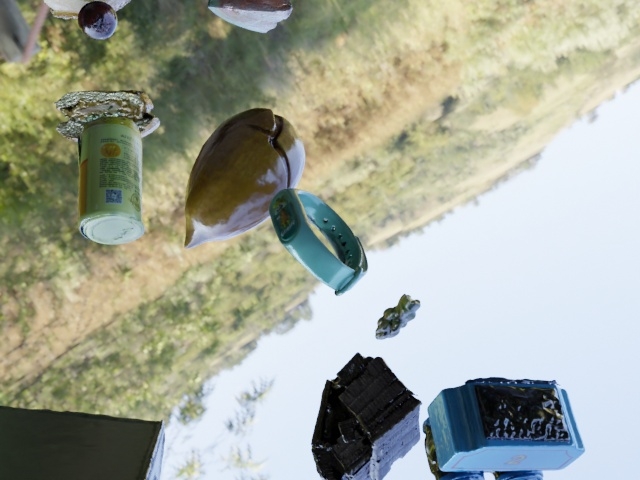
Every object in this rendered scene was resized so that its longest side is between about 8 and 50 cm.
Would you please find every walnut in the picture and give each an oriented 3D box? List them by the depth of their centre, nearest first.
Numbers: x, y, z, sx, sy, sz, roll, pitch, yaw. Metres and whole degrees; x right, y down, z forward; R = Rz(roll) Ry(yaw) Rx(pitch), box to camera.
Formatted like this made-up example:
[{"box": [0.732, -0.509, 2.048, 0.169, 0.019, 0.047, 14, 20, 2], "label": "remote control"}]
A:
[{"box": [-0.164, -0.114, 1.686, 0.336, 0.209, 0.209, -54, -167, -10], "label": "walnut"}]

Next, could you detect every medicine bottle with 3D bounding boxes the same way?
[{"box": [-0.389, -0.119, 1.560, 0.124, 0.239, 0.124, -7, 152, -4], "label": "medicine bottle"}]

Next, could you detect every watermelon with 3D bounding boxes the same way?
[{"box": [-0.142, -0.597, 2.004, 0.136, 0.202, 0.207, -53, 166, -69], "label": "watermelon"}]

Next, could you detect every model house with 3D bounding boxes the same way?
[{"box": [0.106, 0.489, 2.223, 0.317, 0.297, 0.282, -35, -176, -17], "label": "model house"}]

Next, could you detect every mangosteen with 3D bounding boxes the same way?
[{"box": [-0.457, -0.451, 1.724, 0.081, 0.081, 0.081, -31, -171, 5], "label": "mangosteen"}]

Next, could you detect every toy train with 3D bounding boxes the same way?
[{"box": [0.373, 0.406, 1.742, 0.300, 0.188, 0.265, 4, 142, -17], "label": "toy train"}]

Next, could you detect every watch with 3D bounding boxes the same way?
[{"box": [0.000, 0.000, 1.506, 0.068, 0.195, 0.237, -46, -145, 16], "label": "watch"}]

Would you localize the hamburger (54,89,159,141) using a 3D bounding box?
[{"box": [-0.539, -0.320, 2.204, 0.283, 0.144, 0.156, 2, -175, 16], "label": "hamburger"}]

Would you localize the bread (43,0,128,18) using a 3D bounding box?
[{"box": [-0.487, -0.594, 1.854, 0.192, 0.171, 0.314, 3, -139, -6], "label": "bread"}]

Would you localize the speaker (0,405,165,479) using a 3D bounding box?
[{"box": [-0.204, 0.264, 0.538, 0.184, 0.254, 0.232, 8, -173, -5], "label": "speaker"}]

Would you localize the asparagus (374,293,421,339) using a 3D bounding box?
[{"box": [0.210, 0.208, 2.292, 0.080, 0.080, 0.287, -38, 168, -35], "label": "asparagus"}]
